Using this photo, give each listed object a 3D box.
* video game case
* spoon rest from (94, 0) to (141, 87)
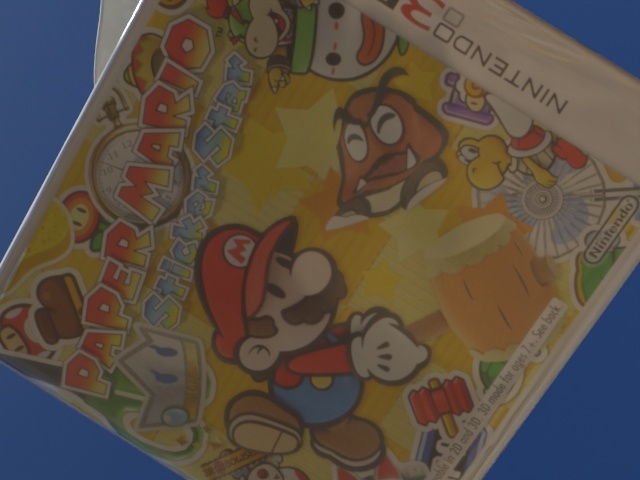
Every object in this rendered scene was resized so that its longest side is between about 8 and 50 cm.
[{"bbox_3d":[0.000,0.000,0.407,0.206,0.026,0.227,32,-75,0],"label":"video game case"},{"bbox_3d":[-0.165,-0.206,1.008,0.137,0.084,0.276,-11,-81,11],"label":"spoon rest"}]
